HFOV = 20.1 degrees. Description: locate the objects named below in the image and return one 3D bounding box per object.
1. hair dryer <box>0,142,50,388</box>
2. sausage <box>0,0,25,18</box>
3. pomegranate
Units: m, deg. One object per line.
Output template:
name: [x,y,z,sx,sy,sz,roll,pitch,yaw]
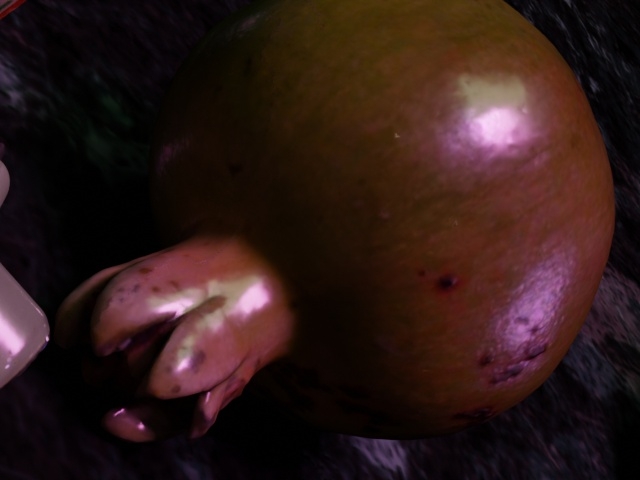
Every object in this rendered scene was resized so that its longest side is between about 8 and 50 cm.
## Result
hair dryer: [-0.118,-0.004,0.576,0.071,0.047,0.150,50,13,-16]
sausage: [-0.077,-0.117,0.511,0.083,0.264,0.083,42,30,-32]
pomegranate: [0.004,-0.015,0.653,0.210,0.179,0.179,3,55,-46]
